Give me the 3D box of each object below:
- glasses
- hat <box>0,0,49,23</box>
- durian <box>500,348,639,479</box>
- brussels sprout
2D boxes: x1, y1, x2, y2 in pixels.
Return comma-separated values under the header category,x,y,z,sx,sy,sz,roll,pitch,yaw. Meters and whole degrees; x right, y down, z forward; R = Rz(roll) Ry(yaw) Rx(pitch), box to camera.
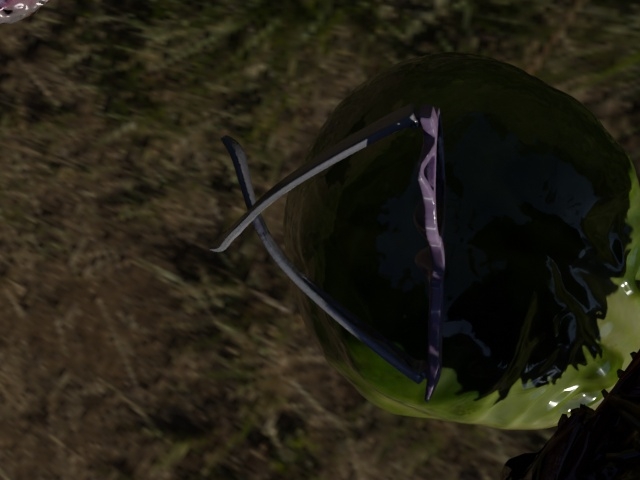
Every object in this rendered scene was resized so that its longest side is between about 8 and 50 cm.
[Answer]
category,x,y,z,sx,sy,sz,roll,pitch,yaw
glasses,0.000,0.000,0.793,0.104,0.062,0.140,3,129,6
hat,-0.246,-0.211,1.226,0.140,0.129,0.227,-49,162,16
durian,0.244,0.158,0.935,0.348,0.384,0.347,2,113,4
brussels sprout,0.101,0.014,1.194,0.271,0.210,0.219,33,90,-29
